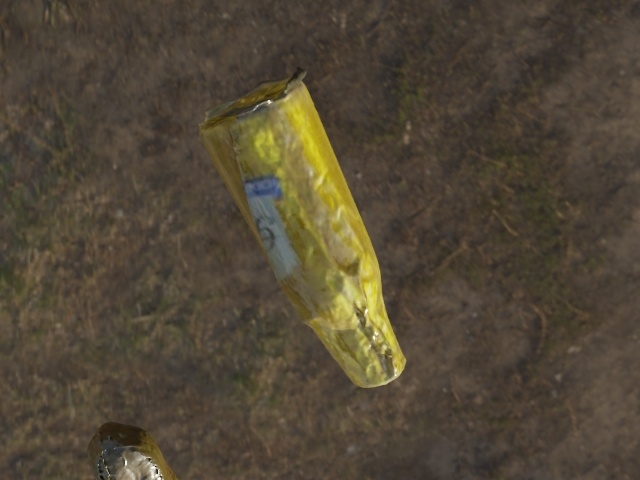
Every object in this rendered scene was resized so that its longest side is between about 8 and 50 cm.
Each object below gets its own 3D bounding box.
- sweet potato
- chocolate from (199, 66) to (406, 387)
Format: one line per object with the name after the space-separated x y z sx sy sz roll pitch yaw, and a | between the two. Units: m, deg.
-0.190 0.285 1.213 0.081 0.062 0.233 -25 122 -12 | sweet potato
0.000 0.000 1.472 0.162 0.162 0.445 -27 106 -1 | chocolate
